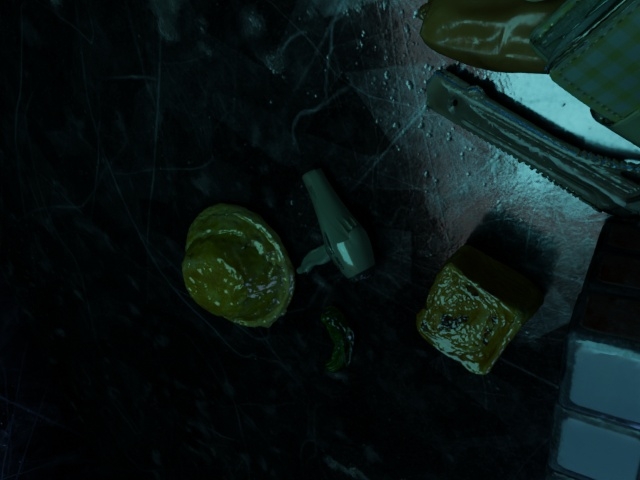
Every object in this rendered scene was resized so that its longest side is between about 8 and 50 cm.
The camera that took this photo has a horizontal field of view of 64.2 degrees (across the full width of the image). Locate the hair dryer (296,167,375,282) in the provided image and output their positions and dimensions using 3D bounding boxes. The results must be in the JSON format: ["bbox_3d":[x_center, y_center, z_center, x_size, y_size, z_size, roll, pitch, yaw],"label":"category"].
[{"bbox_3d":[0.001,-0.030,0.984,0.225,0.088,0.218,1,108,52],"label":"hair dryer"}]

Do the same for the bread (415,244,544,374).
[{"bbox_3d":[0.249,0.107,0.815,0.158,0.143,0.149,37,124,15],"label":"bread"}]

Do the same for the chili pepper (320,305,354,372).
[{"bbox_3d":[0.037,0.222,1.094,0.073,0.050,0.182,15,124,21],"label":"chili pepper"}]

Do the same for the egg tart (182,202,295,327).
[{"bbox_3d":[-0.204,0.075,1.139,0.319,0.128,0.318,16,122,26],"label":"egg tart"}]

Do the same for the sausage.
[{"bbox_3d":[0.237,-0.273,0.631,0.241,0.136,0.120,22,132,31],"label":"sausage"}]

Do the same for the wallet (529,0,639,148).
[{"bbox_3d":[0.394,-0.177,0.505,0.310,0.077,0.223,24,137,-22],"label":"wallet"}]

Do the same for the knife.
[{"bbox_3d":[0.304,-0.139,0.712,0.365,0.043,0.089,36,130,18],"label":"knife"}]

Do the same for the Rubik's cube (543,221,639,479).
[{"bbox_3d":[0.455,0.186,0.598,0.304,0.305,0.300,13,120,32],"label":"Rubik's cube"}]
